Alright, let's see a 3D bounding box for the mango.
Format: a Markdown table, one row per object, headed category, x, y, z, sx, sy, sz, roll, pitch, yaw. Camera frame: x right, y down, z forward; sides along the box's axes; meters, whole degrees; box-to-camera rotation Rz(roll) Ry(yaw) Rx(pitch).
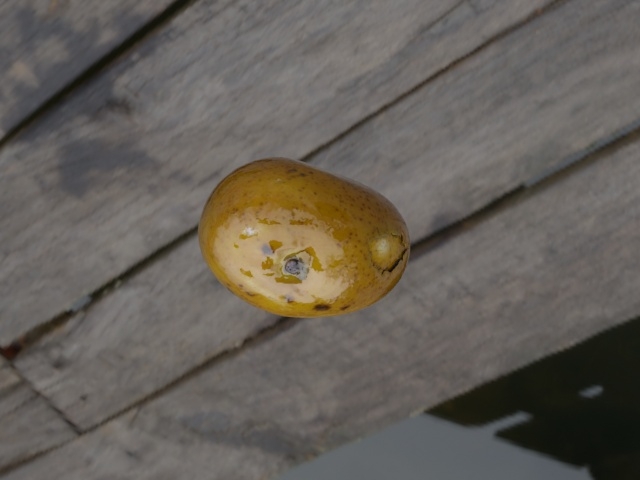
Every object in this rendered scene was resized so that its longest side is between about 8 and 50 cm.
| category | x | y | z | sx | sy | sz | roll | pitch | yaw |
| --- | --- | --- | --- | --- | --- | --- | --- | --- | --- |
| mango | 0.000 | 0.000 | 1.320 | 0.191 | 0.290 | 0.160 | 15 | 96 | 26 |
